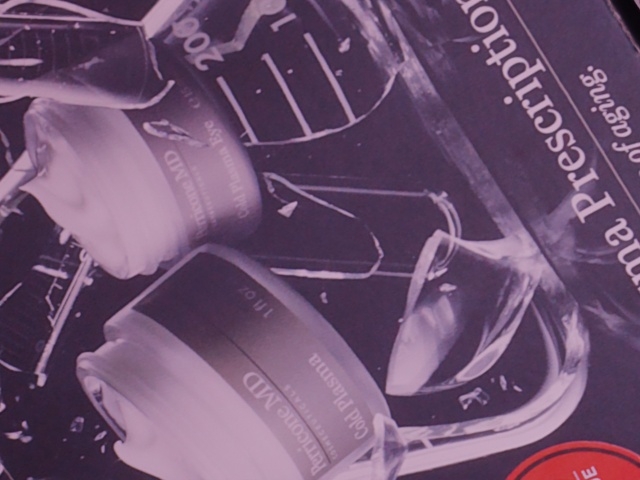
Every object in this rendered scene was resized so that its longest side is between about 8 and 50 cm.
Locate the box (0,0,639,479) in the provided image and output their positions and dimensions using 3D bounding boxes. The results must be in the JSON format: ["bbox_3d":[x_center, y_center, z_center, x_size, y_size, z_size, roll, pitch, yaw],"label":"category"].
[{"bbox_3d":[0.000,0.000,0.727,0.343,0.312,0.179,55,19,-13],"label":"box"}]
